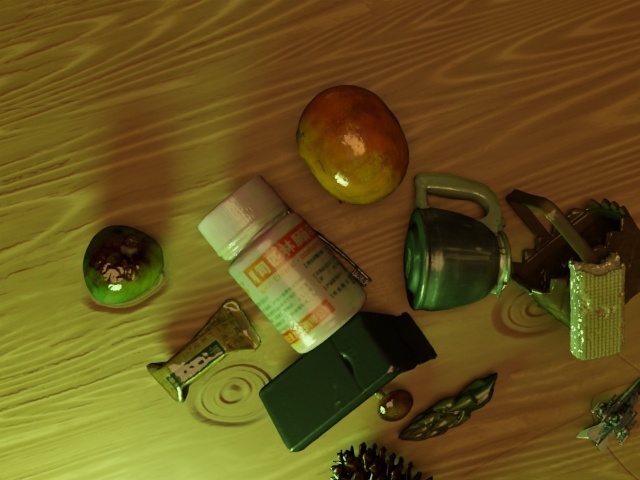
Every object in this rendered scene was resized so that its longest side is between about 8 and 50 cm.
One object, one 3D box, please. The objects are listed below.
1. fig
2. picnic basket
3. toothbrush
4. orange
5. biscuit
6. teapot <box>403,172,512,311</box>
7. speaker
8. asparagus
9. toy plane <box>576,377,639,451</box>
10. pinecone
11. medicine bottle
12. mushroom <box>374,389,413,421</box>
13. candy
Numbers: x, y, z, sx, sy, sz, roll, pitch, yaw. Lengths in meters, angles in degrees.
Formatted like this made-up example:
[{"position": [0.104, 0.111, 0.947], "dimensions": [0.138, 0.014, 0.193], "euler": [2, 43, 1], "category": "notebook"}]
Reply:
[{"position": [-0.477, 0.065, 1.794], "dimensions": [0.181, 0.181, 0.191], "euler": [41, 116, 0], "category": "fig"}, {"position": [0.567, 0.016, 1.715], "dimensions": [0.291, 0.254, 0.321], "euler": [-42, 100, 5], "category": "picnic basket"}, {"position": [0.002, -0.002, 1.847], "dimensions": [0.321, 0.023, 0.031], "euler": [44, 89, 0], "category": "toothbrush"}, {"position": [0.075, -0.219, 1.710], "dimensions": [0.226, 0.284, 0.283], "euler": [-33, 91, 9], "category": "orange"}, {"position": [0.587, 0.143, 1.598], "dimensions": [0.108, 0.062, 0.238], "euler": [-11, 114, -3], "category": "biscuit"}, {"position": [0.318, 0.021, 1.771], "dimensions": [0.240, 0.321, 0.239], "euler": [2, 128, -5], "category": "teapot"}, {"position": [0.066, 0.328, 1.792], "dimensions": [0.388, 0.184, 0.180], "euler": [-40, 63, 14], "category": "speaker"}, {"position": [0.317, 0.418, 1.826], "dimensions": [0.287, 0.080, 0.080], "euler": [-28, 91, 3], "category": "asparagus"}, {"position": [0.725, 0.418, 1.812], "dimensions": [0.234, 0.082, 0.160], "euler": [-43, 117, 3], "category": "toy plane"}, {"position": [0.138, 0.605, 1.759], "dimensions": [0.292, 0.246, 0.246], "euler": [39, 92, 19], "category": "pinecone"}, {"position": [-0.089, 0.053, 1.754], "dimensions": [0.219, 0.219, 0.388], "euler": [-39, 90, 2], "category": "medicine bottle"}, {"position": [0.159, 0.397, 1.832], "dimensions": [0.130, 0.072, 0.088], "euler": [15, 128, 5], "category": "mushroom"}, {"position": [-0.277, 0.274, 1.828], "dimensions": [0.271, 0.101, 0.143], "euler": [-39, 85, -4], "category": "candy"}]
